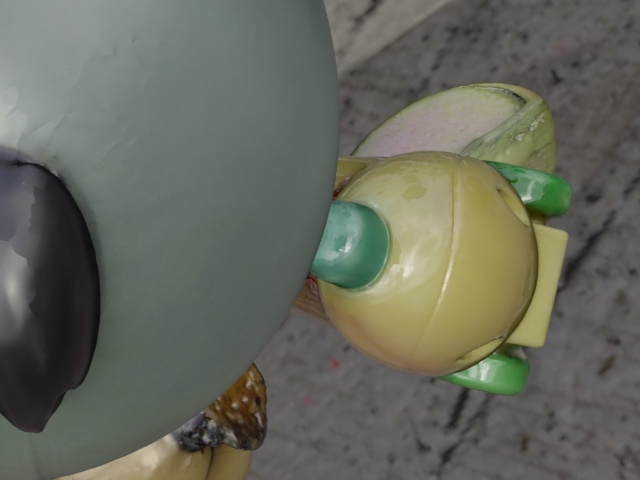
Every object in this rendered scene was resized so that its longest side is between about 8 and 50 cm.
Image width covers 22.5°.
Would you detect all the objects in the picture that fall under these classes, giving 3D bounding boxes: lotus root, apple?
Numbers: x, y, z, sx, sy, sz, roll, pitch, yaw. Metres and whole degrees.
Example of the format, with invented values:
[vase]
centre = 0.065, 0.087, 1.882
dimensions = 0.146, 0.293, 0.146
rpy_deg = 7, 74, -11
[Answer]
[lotus root]
centre = -0.128, 0.122, 0.874
dimensions = 0.257, 0.140, 0.154
rpy_deg = -34, -2, 37
[apple]
centre = 0.101, -0.037, 1.519
dimensions = 0.265, 0.193, 0.120
rpy_deg = -36, 57, -16

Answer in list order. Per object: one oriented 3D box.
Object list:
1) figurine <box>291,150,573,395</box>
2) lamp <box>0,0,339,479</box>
[figurine]
centre = 0.000, 0.000, 0.912
dimensions = 0.324, 0.222, 0.124
rpy_deg = 16, 95, 65
[lamp]
centre = -0.089, -0.026, 0.441
dimensions = 0.198, 0.197, 0.244
rpy_deg = -54, -4, -21
